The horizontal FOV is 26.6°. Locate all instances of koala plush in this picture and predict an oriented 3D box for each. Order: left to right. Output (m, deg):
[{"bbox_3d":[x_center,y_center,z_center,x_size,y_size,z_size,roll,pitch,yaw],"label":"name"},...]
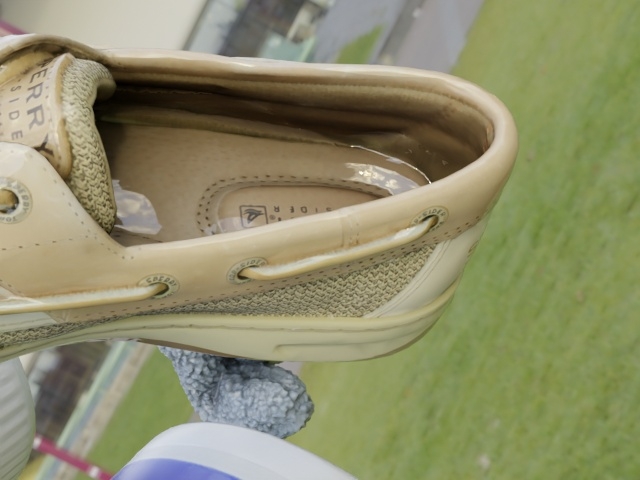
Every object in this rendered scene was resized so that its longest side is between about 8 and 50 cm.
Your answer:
[{"bbox_3d":[0.000,0.000,0.890,0.221,0.203,0.196,-16,33,35],"label":"koala plush"}]

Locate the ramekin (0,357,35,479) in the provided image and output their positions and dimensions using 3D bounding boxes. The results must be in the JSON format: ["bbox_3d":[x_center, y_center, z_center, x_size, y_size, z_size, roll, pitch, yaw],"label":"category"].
[{"bbox_3d":[-0.296,0.114,0.958,0.109,0.207,0.207,-29,-21,-42],"label":"ramekin"}]

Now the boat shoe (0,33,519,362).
[{"bbox_3d":[-0.102,-0.024,0.456,0.110,0.341,0.121,116,147,-53],"label":"boat shoe"}]

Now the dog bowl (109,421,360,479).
[{"bbox_3d":[-0.017,0.215,0.617,0.104,0.265,0.265,-42,-7,-34],"label":"dog bowl"}]
